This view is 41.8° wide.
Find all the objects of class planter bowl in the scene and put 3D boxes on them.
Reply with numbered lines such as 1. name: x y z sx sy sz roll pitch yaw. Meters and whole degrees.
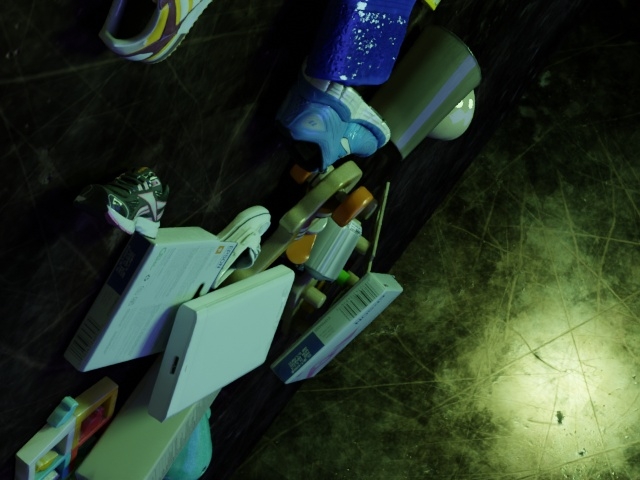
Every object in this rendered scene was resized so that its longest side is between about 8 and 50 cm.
1. planter bowl: 0.242 -0.300 1.841 0.109 0.162 0.162 -6 137 -38

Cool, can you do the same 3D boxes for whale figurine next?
1. whale figurine: -0.289 0.424 1.812 0.216 0.141 0.272 -33 155 -58

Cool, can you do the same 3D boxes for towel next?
1. towel: 0.047 0.137 1.992 0.060 0.009 0.083 -55 169 17
2. towel: 0.093 -0.360 1.147 0.228 0.076 0.308 -30 144 -63

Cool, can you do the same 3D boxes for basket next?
1. basket: 0.187 -0.282 1.666 0.227 0.154 0.204 -49 165 -6

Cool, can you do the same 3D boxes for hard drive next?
1. hard drive: -0.159 0.164 1.410 0.307 0.040 0.203 -20 134 -62

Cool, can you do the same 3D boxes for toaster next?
1. toaster: 0.000 0.000 1.781 0.146 0.129 0.227 -58 166 1

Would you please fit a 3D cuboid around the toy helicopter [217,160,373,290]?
1. toy helicopter: -0.059 -0.019 1.594 0.355 0.140 0.235 -44 177 4

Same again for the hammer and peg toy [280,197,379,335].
1. hammer and peg toy: 0.033 0.061 2.054 0.361 0.127 0.266 -47 166 -28

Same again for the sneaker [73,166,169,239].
1. sneaker: -0.224 -0.053 0.970 0.178 0.072 0.077 41 73 -86

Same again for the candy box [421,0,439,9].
1. candy box: 0.242 -0.517 1.502 0.206 0.027 0.105 -57 164 13

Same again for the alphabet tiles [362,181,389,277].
1. alphabet tiles: 0.128 0.002 2.058 0.198 0.009 0.237 106 -2 -66

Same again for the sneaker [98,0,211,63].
1. sneaker: -0.131 -0.243 0.757 0.185 0.070 0.084 -57 173 12

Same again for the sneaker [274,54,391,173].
1. sneaker: 0.008 -0.185 1.359 0.147 0.130 0.330 -48 160 9

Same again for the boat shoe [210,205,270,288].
1. boat shoe: -0.141 0.019 1.415 0.226 0.076 0.083 -41 163 -46

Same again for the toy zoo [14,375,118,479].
1. toy zoo: -0.417 0.340 1.369 0.192 0.030 0.293 -43 164 -43

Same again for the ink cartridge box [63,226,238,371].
1. ink cartridge box: -0.243 0.080 1.230 0.223 0.045 0.224 -57 160 14

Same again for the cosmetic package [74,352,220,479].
1. cosmetic package: -0.296 0.331 1.505 0.309 0.113 0.160 -56 171 -32

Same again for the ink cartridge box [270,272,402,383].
1. ink cartridge box: 0.057 0.211 2.049 0.324 0.071 0.330 -45 165 9
